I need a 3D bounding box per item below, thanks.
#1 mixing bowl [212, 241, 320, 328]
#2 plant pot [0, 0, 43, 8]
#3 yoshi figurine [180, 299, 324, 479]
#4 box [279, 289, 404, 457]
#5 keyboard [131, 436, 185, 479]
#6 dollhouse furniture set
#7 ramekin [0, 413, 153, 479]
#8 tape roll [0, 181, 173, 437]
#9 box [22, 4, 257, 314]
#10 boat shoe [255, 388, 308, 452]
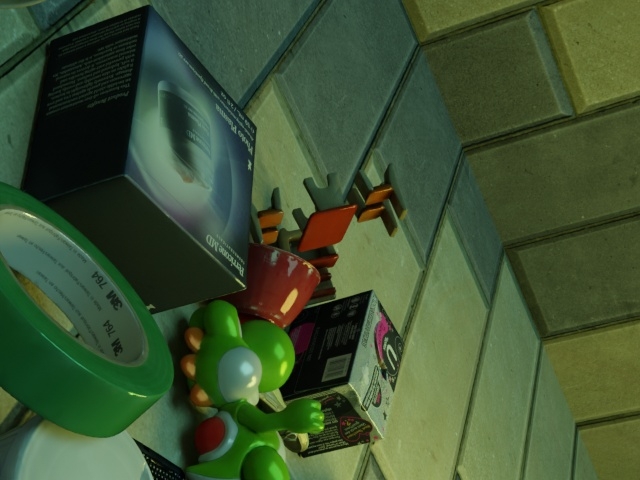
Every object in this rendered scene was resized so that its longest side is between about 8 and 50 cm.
[{"bbox_3d":[-0.098,0.084,1.901,0.181,0.182,0.098,43,53,-51],"label":"mixing bowl"},{"bbox_3d":[-0.396,-0.461,1.506,0.256,0.257,0.274,56,12,-37],"label":"plant pot"},{"bbox_3d":[-0.088,0.262,1.792,0.203,0.204,0.362,47,29,-76],"label":"yoshi figurine"},{"bbox_3d":[0.034,0.227,2.095,0.142,0.163,0.247,59,27,-28],"label":"box"},{"bbox_3d":[-0.224,0.314,1.614,0.192,0.038,0.100,44,38,-49],"label":"keyboard"},{"bbox_3d":[0.000,0.000,2.071,0.259,0.262,0.135,112,-38,-65],"label":"dollhouse furniture set"},{"bbox_3d":[-0.294,0.322,1.334,0.273,0.127,0.272,46,35,-47],"label":"ramekin"},{"bbox_3d":[-0.302,0.072,1.360,0.321,0.077,0.321,46,11,-11],"label":"tape roll"},{"bbox_3d":[-0.234,-0.102,1.677,0.296,0.183,0.294,47,36,-47],"label":"box"},{"bbox_3d":[-0.071,0.286,1.964,0.153,0.056,0.048,63,35,-21],"label":"boat shoe"}]
